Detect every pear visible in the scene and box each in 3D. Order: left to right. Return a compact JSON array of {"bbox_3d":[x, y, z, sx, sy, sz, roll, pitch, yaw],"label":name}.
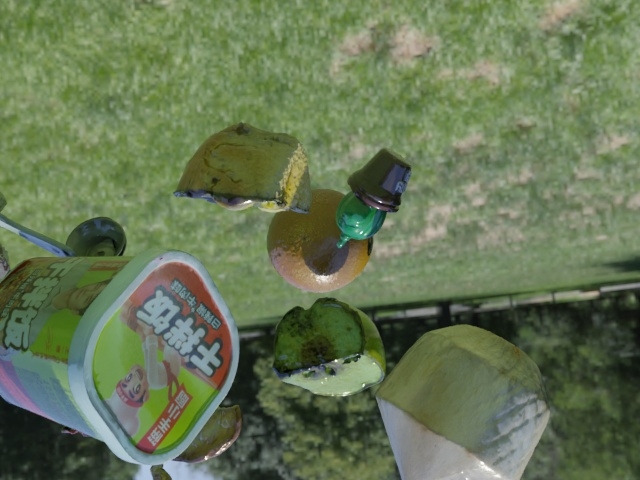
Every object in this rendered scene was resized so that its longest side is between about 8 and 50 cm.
[{"bbox_3d":[0.055,0.245,2.123,0.238,0.164,0.255,-21,148,28],"label":"pear"}]

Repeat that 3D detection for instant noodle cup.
[{"bbox_3d":[-0.324,0.147,1.357,0.308,0.294,0.294,4,180,37],"label":"instant noodle cup"}]

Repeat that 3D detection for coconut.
[{"bbox_3d":[0.243,0.321,1.712,0.328,0.329,0.329,-6,172,-1],"label":"coconut"}]

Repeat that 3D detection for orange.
[{"bbox_3d":[0.000,0.000,2.367,0.274,0.274,0.274,-6,172,-1],"label":"orange"}]

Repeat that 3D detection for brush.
[{"bbox_3d":[-0.537,-0.052,1.594,0.297,0.060,0.068,27,156,-3],"label":"brush"}]

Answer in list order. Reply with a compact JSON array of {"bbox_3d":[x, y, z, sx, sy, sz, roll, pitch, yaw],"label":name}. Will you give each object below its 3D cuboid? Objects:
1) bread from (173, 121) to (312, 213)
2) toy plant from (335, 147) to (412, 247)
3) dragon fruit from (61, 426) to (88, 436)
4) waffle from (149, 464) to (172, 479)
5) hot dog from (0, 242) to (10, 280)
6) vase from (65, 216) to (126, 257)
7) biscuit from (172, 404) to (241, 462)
[{"bbox_3d":[-0.107,-0.111,1.439,0.174,0.133,0.251,10,-178,17],"label":"bread"},{"bbox_3d":[0.082,-0.065,1.661,0.105,0.200,0.143,32,-166,5],"label":"toy plant"},{"bbox_3d":[-0.341,0.221,1.633,0.293,0.234,0.234,-30,-176,-26],"label":"dragon fruit"},{"bbox_3d":[-0.218,0.503,1.585,0.052,0.245,0.254,-28,142,-14],"label":"waffle"},{"bbox_3d":[-0.637,0.035,1.567,0.268,0.144,0.075,21,-171,-47],"label":"hot dog"},{"bbox_3d":[-0.422,0.091,1.959,0.173,0.173,0.321,-6,148,2],"label":"vase"},{"bbox_3d":[-0.336,0.520,2.545,0.299,0.154,0.045,-6,168,32],"label":"biscuit"}]
